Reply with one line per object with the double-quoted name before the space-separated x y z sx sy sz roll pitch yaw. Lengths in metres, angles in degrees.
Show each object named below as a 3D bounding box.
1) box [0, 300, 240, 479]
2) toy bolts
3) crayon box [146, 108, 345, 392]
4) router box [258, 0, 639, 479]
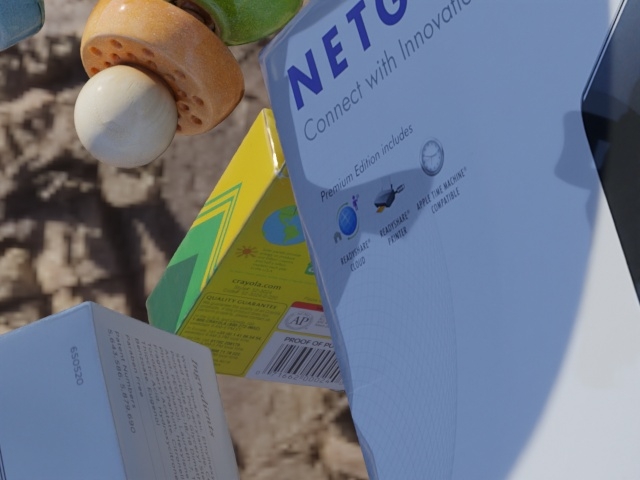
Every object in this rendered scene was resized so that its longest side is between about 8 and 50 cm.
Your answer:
"box" -0.129 0.146 0.745 0.181 0.119 0.182 -22 69 17
"toy bolts" -0.162 -0.158 1.017 0.228 0.218 0.158 12 56 34
"crayon box" 0.000 0.000 1.518 0.318 0.202 0.081 -55 36 39
"router box" 0.130 0.005 0.437 0.335 0.082 0.301 -40 60 49
